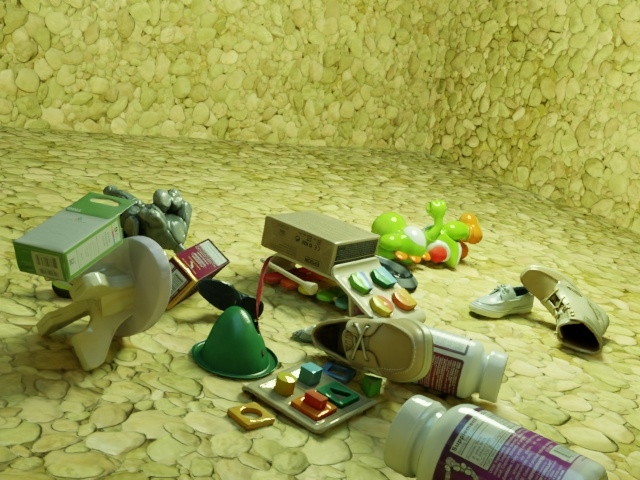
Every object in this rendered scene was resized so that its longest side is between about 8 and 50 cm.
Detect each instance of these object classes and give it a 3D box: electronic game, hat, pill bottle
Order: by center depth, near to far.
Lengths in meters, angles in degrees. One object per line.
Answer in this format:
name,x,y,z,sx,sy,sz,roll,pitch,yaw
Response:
pill bottle,0.250,0.346,1.219,0.302,0.169,0.169,21,19,33
hat,-0.159,0.145,1.616,0.173,0.183,0.208,4,17,-21
pill bottle,0.255,0.245,1.648,0.221,0.121,0.121,16,17,16
electronic game,0.158,0.086,2.259,0.229,0.048,0.229,17,15,-5

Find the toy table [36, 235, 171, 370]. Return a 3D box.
toy table,-0.414,0.102,1.537,0.161,0.274,0.252,-17,65,-44

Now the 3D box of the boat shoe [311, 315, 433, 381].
boat shoe,0.093,0.206,1.590,0.110,0.121,0.341,8,-7,-26

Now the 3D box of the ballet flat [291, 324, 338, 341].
ballet flat,-0.005,0.203,1.777,0.114,0.041,0.041,13,16,10

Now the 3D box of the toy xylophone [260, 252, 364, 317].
toy xylophone,-0.018,0.098,2.048,0.236,0.081,0.323,-4,22,-42

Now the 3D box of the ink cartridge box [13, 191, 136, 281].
ink cartridge box,-0.427,-0.010,1.459,0.109,0.062,0.209,11,32,22

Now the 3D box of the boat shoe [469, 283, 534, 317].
boat shoe,0.484,0.151,2.180,0.228,0.081,0.079,-2,20,-38

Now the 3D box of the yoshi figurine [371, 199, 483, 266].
yoshi figurine,0.301,-0.023,2.508,0.362,0.203,0.203,-4,6,-35

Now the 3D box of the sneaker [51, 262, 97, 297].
sneaker,-0.472,0.077,1.804,0.235,0.097,0.084,3,18,-23

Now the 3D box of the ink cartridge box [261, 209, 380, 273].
ink cartridge box,0.000,0.000,2.085,0.235,0.088,0.193,22,18,36

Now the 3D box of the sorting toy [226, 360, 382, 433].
sorting toy,-0.018,0.274,1.510,0.196,0.047,0.348,21,19,32

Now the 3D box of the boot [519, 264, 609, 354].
boot,0.609,0.174,2.083,0.262,0.095,0.203,40,25,8

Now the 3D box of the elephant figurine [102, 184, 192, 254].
elephant figurine,-0.464,-0.049,2.173,0.240,0.186,0.169,-9,-34,34

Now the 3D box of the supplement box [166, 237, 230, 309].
supplement box,-0.299,0.073,1.874,0.081,0.104,0.188,48,21,2

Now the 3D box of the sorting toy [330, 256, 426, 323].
sorting toy,0.144,0.127,1.963,0.193,0.038,0.208,-10,55,-50

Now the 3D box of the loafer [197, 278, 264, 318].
loafer,-0.208,0.128,1.824,0.170,0.062,0.061,32,-11,-33
